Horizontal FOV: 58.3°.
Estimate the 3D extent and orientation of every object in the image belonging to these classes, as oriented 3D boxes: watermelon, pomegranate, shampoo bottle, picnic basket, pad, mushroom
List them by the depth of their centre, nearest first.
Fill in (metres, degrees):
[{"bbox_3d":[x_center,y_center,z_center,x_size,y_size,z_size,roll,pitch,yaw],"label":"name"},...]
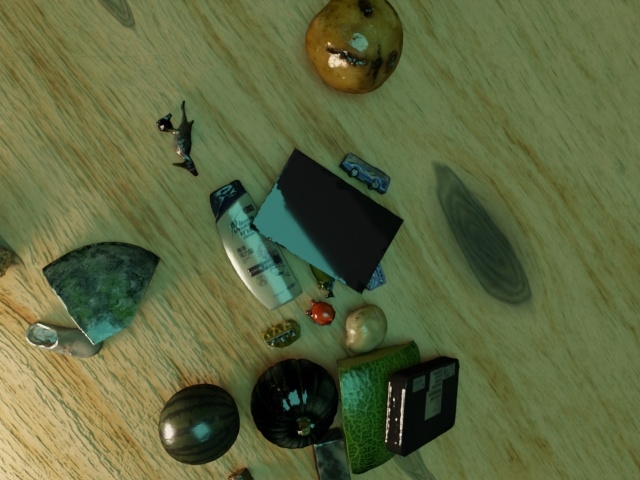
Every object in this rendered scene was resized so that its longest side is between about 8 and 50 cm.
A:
[{"bbox_3d":[-0.548,0.126,1.505,0.319,0.214,0.289,29,48,26],"label":"watermelon"},{"bbox_3d":[-0.318,0.483,1.508,0.212,0.212,0.212,-1,93,-10],"label":"watermelon"},{"bbox_3d":[0.097,-0.521,1.520,0.260,0.260,0.261,-1,93,-10],"label":"pomegranate"},{"bbox_3d":[0.023,-0.048,1.561,0.367,0.007,0.248,31,83,-13],"label":"pad"},{"bbox_3d":[-0.190,0.018,1.571,0.134,0.078,0.360,-29,98,-4],"label":"shampoo bottle"},{"bbox_3d":[-0.216,0.686,1.603,0.072,0.072,0.083,-27,84,-8],"label":"picnic basket"},{"bbox_3d":[0.126,0.249,1.620,0.148,0.112,0.148,-11,104,-54],"label":"mushroom"}]

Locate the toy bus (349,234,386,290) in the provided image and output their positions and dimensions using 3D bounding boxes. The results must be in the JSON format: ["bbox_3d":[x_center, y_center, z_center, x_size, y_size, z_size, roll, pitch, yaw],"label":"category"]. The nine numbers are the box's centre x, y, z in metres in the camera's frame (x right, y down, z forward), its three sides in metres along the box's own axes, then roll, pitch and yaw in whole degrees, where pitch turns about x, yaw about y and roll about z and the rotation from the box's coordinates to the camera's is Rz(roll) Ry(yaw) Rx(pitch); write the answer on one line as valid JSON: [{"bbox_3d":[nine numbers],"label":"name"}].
[{"bbox_3d":[0.127,0.054,1.632,0.076,0.073,0.167,-21,99,-11],"label":"toy bus"}]

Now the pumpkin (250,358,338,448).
[{"bbox_3d":[-0.066,0.449,1.551,0.249,0.216,0.250,-7,118,-14],"label":"pumpkin"}]

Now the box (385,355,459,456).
[{"bbox_3d":[0.288,0.444,1.575,0.350,0.058,0.211,1,92,-55],"label":"box"}]

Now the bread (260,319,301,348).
[{"bbox_3d":[-0.105,0.265,1.610,0.110,0.060,0.066,-26,67,-9],"label":"bread"}]

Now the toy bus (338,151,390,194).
[{"bbox_3d":[0.128,-0.189,1.631,0.153,0.051,0.061,30,82,-10],"label":"toy bus"}]

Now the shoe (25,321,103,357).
[{"bbox_3d":[-0.675,0.263,1.499,0.195,0.078,0.079,16,89,-7],"label":"shoe"}]

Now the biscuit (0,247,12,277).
[{"bbox_3d":[-0.875,0.041,1.454,0.168,0.082,0.070,24,114,-11],"label":"biscuit"}]

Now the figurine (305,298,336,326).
[{"bbox_3d":[0.005,0.203,1.583,0.075,0.140,0.068,25,86,-9],"label":"figurine"}]

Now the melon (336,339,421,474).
[{"bbox_3d":[0.151,0.479,1.612,0.331,0.226,0.344,-13,94,-51],"label":"melon"}]

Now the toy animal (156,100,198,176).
[{"bbox_3d":[-0.370,-0.266,1.532,0.105,0.070,0.202,-21,93,-27],"label":"toy animal"}]

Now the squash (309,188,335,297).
[{"bbox_3d":[-0.001,0.000,1.602,0.087,0.087,0.332,-7,96,-10],"label":"squash"}]

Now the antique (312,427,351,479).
[{"bbox_3d":[0.032,0.643,1.637,0.086,0.088,0.183,-11,96,-9],"label":"antique"}]
